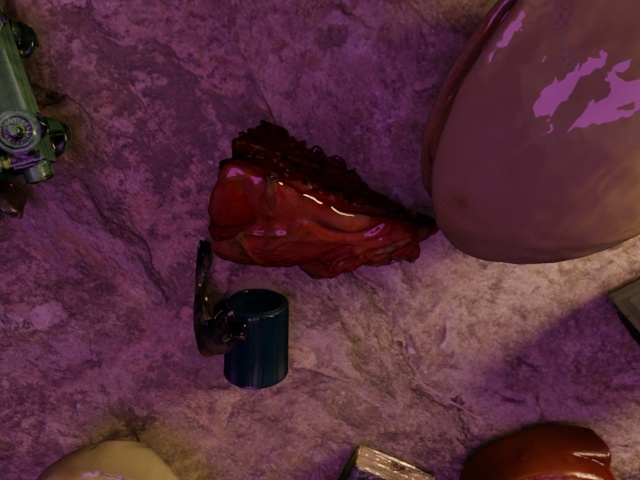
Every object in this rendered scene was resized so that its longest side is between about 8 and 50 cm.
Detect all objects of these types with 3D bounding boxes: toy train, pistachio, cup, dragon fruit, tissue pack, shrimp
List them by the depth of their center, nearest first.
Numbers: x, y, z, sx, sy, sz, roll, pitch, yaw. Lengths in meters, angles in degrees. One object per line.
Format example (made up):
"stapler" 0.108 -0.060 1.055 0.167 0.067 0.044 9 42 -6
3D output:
"pistachio" 0.308 -0.154 0.530 0.366 0.281 0.445 10 130 -24
"dragon fruit" -0.005 0.009 0.664 0.329 0.286 0.227 25 109 -9
"toy train" -0.516 -0.216 0.693 0.203 0.120 0.300 -19 97 -9
"shrimp" -0.173 0.088 0.743 0.051 0.262 0.197 -5 81 -26
"cup" -0.128 0.165 0.813 0.150 0.113 0.138 6 109 6
"tissue pack" 0.105 0.536 0.930 0.174 0.073 0.235 24 113 0

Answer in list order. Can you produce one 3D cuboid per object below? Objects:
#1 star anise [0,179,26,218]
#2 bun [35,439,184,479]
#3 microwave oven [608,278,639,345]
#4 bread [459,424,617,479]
"star anise" -0.608 -0.108 0.809 0.237 0.093 0.229 2 110 8
"bun" -0.410 0.573 0.969 0.365 0.202 0.363 2 104 6
"microwave oven" 0.540 0.159 0.666 0.122 0.162 0.208 -35 105 20
"bread" 0.408 0.502 0.840 0.295 0.114 0.327 -26 105 18
